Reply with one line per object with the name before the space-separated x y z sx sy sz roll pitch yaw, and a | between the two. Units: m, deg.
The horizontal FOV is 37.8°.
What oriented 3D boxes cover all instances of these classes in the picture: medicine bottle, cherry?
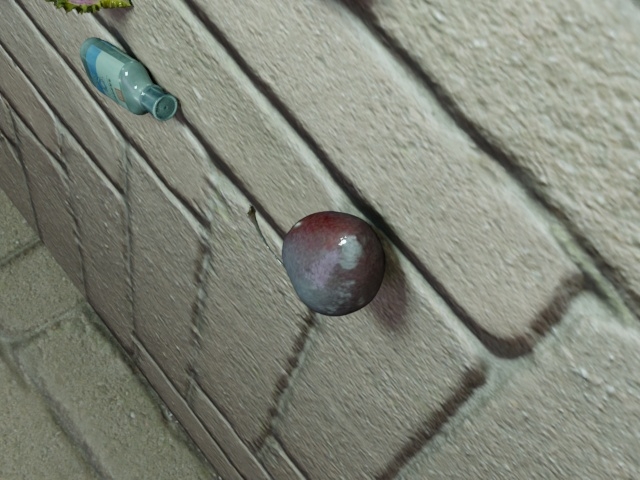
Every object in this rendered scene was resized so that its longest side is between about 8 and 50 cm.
medicine bottle | -0.291 -0.238 1.414 0.208 0.054 0.090 35 149 38
cherry | 0.000 -0.001 1.101 0.188 0.115 0.148 58 176 8

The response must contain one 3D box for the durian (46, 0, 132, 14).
durian | -0.363 -0.378 1.273 0.119 0.108 0.186 1 127 40
